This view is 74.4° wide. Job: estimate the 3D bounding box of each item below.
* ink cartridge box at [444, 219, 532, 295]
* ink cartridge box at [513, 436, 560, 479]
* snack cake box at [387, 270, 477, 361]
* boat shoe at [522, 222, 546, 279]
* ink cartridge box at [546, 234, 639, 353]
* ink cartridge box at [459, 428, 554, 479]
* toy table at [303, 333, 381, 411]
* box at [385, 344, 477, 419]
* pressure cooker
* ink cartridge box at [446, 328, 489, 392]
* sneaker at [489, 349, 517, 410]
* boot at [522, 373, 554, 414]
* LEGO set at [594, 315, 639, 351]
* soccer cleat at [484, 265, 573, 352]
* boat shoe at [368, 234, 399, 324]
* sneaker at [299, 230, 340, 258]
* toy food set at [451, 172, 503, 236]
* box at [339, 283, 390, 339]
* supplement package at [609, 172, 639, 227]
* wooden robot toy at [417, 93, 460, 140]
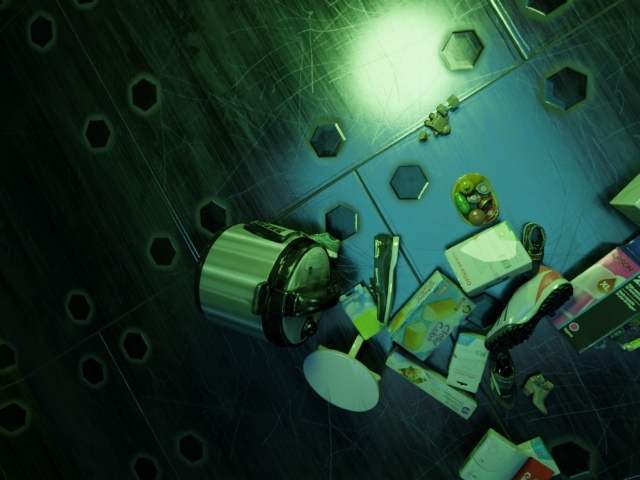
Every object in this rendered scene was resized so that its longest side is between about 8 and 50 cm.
[{"bbox_3d":[0.524,0.061,1.325,0.212,0.093,0.155,-29,62,15],"label":"ink cartridge box"},{"bbox_3d":[0.677,0.744,1.401,0.180,0.060,0.104,-32,86,17],"label":"ink cartridge box"},{"bbox_3d":[0.364,0.251,1.400,0.152,0.089,0.264,36,105,-7],"label":"snack cake box"},{"bbox_3d":[0.663,0.038,1.312,0.065,0.083,0.184,-3,96,16],"label":"boat shoe"},{"bbox_3d":[0.854,0.153,1.237,0.371,0.069,0.176,-44,56,18],"label":"ink cartridge box"},{"bbox_3d":[0.602,0.755,1.365,0.232,0.066,0.189,33,103,16],"label":"ink cartridge box"},{"bbox_3d":[0.086,0.465,1.485,0.274,0.161,0.252,37,105,9],"label":"toy table"},{"bbox_3d":[0.378,0.485,1.454,0.323,0.067,0.063,32,105,9],"label":"box"},{"bbox_3d":[-0.146,0.151,1.389,0.419,0.370,0.376,13,139,25],"label":"pressure cooker"},{"bbox_3d":[0.494,0.402,1.413,0.104,0.061,0.182,15,100,14],"label":"ink cartridge box"},{"bbox_3d":[0.593,0.450,1.368,0.078,0.106,0.235,-8,94,17],"label":"sneaker"},{"bbox_3d":[0.723,0.497,1.371,0.087,0.042,0.118,-45,84,14],"label":"boot"},{"bbox_3d":[0.927,0.221,1.239,0.132,0.107,0.287,33,107,4],"label":"LEGO set"},{"bbox_3d":[0.623,0.217,1.309,0.108,0.116,0.318,27,113,-28],"label":"soccer cleat"},{"bbox_3d":[0.211,0.132,1.443,0.091,0.114,0.303,6,86,14],"label":"boat shoe"},{"bbox_3d":[0.000,0.000,1.516,0.166,0.065,0.076,28,87,8],"label":"sneaker"},{"bbox_3d":[0.504,-0.110,1.346,0.128,0.071,0.218,-25,89,17],"label":"toy food set"},{"bbox_3d":[0.154,0.251,1.501,0.109,0.042,0.178,-36,86,16],"label":"box"},{"bbox_3d":[1.010,-0.072,1.154,0.293,0.175,0.178,41,104,7],"label":"supplement package"},{"bbox_3d":[0.392,-0.379,1.364,0.079,0.076,0.173,29,106,-25],"label":"wooden robot toy"}]
